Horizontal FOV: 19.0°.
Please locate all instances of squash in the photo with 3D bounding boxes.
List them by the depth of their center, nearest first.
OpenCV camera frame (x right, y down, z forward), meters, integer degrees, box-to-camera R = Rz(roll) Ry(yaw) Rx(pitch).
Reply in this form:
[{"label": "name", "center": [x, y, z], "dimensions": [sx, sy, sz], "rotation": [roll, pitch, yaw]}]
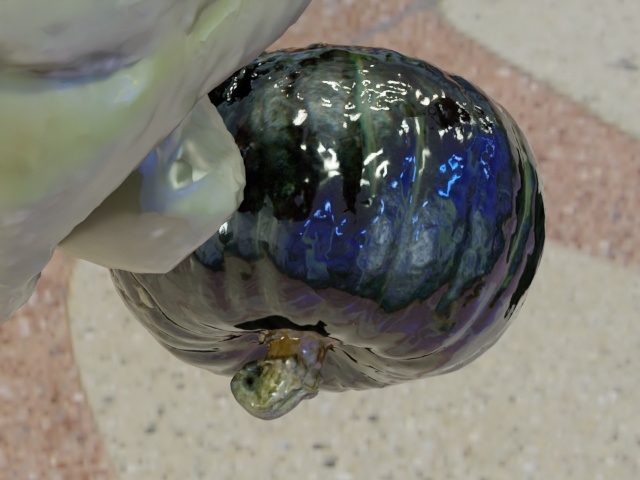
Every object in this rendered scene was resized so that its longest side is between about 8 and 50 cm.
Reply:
[{"label": "squash", "center": [0.002, -0.005, 0.816], "dimensions": [0.193, 0.193, 0.156], "rotation": [-10, 65, -11]}]

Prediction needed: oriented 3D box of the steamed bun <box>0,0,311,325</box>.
[{"label": "steamed bun", "center": [-0.127, -0.146, 0.581], "dimensions": [0.372, 0.324, 0.230], "rotation": [24, 11, 41]}]
